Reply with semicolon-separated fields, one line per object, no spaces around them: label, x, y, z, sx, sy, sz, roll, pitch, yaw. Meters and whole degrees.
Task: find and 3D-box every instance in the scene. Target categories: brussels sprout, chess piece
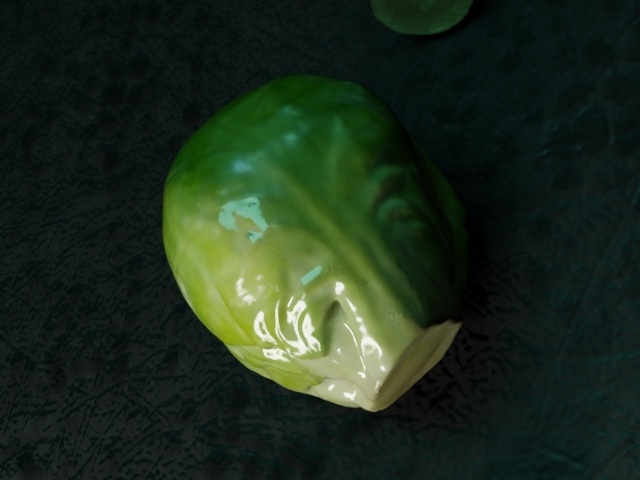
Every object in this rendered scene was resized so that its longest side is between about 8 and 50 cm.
brussels sprout;0.000;0.000;1.098;0.244;0.244;0.244;-18;59;33
chess piece;0.084;-0.270;1.257;0.090;0.090;0.200;-22;46;31
